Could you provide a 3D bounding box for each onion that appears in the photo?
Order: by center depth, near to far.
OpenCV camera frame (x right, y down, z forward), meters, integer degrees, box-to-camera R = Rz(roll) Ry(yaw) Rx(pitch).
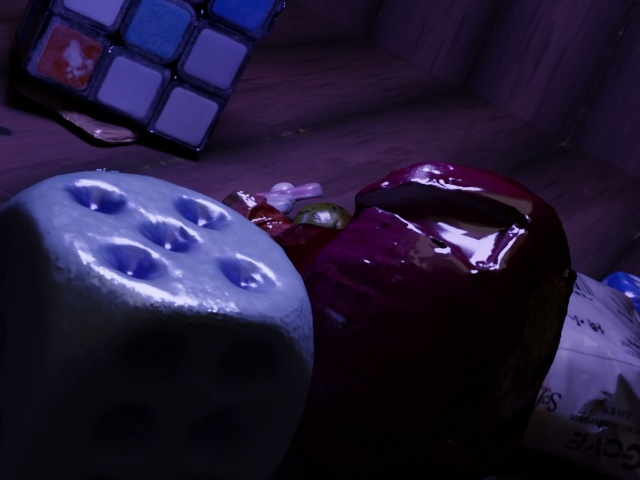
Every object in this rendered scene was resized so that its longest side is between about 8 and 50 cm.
[{"bbox_3d":[0.048,0.081,1.288,0.420,0.398,0.398,17,18,18],"label":"onion"}]

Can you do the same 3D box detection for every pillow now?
[{"bbox_3d":[-0.407,-0.219,1.982,0.211,0.034,0.135,33,18,20],"label":"pillow"}]

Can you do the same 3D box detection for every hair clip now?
[{"bbox_3d":[-0.081,-0.051,1.832,0.146,0.075,0.257,-14,12,26],"label":"hair clip"}]

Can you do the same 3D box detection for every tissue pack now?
[{"bbox_3d":[0.354,0.170,1.607,0.375,0.195,0.390,18,26,-17],"label":"tissue pack"}]

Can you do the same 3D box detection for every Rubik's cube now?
[{"bbox_3d":[-0.307,-0.414,2.048,0.359,0.362,0.363,19,18,-24],"label":"Rubik's cube"}]

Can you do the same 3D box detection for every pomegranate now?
[{"bbox_3d":[0.000,0.000,1.793,0.114,0.114,0.142,17,-7,-15],"label":"pomegranate"}]

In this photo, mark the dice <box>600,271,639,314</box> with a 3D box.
[{"bbox_3d":[0.506,0.144,1.903,0.146,0.146,0.143,25,18,-7],"label":"dice"}]

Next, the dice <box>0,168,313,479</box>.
[{"bbox_3d":[-0.182,0.108,1.108,0.265,0.268,0.262,10,26,-33],"label":"dice"}]

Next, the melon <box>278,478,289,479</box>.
[{"bbox_3d":[-0.023,0.288,1.096,0.128,0.079,0.160,37,21,7],"label":"melon"}]
